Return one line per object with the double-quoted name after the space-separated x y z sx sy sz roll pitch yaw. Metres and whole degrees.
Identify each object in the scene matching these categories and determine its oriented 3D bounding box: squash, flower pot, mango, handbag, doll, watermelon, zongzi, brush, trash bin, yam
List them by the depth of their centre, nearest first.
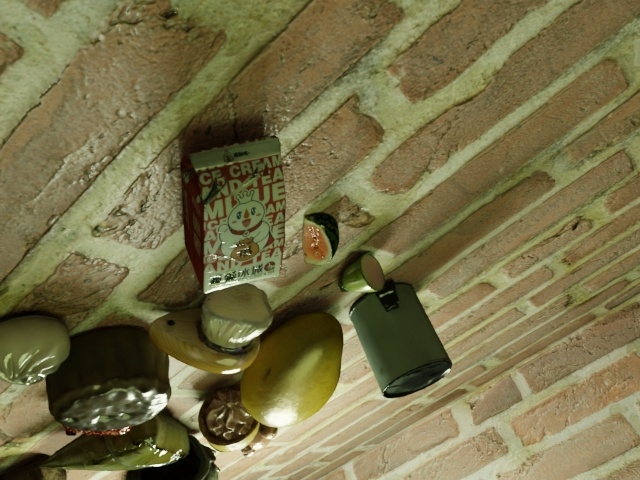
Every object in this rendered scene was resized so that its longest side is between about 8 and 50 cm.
-0.155 -0.061 0.996 0.171 0.151 0.298 -13 138 -23 "handbag"
0.010 0.008 1.250 0.087 0.069 0.163 -16 144 -13 "watermelon"
-0.258 0.196 1.279 0.266 0.174 0.166 9 124 -17 "brush"
0.086 0.099 1.426 0.132 0.105 0.105 -24 152 36 "squash"
-0.065 0.371 1.580 0.301 0.221 0.445 5 134 -33 "mango"
0.229 0.292 1.604 0.217 0.263 0.277 -20 147 -5 "trash bin"
-0.606 0.642 1.672 0.360 0.160 0.323 -23 146 -2 "zongzi"
-0.930 0.763 1.679 0.279 0.131 0.131 -28 147 3 "yam"
-0.487 0.792 1.862 0.301 0.302 0.213 -16 134 -11 "flower pot"
-0.192 0.582 1.877 0.156 0.201 0.303 29 122 -7 "doll"

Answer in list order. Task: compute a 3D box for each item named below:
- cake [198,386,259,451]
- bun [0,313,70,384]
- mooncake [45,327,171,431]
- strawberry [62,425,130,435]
-0.294 0.549 1.715 0.207 0.185 0.178 -11 144 2 "cake"
-0.610 0.239 1.146 0.172 0.120 0.173 -18 148 -12 "bun"
-0.504 0.346 1.323 0.290 0.161 0.290 -15 146 -10 "mooncake"
-0.588 0.463 1.474 0.188 0.121 0.082 -1 121 -32 "strawberry"
